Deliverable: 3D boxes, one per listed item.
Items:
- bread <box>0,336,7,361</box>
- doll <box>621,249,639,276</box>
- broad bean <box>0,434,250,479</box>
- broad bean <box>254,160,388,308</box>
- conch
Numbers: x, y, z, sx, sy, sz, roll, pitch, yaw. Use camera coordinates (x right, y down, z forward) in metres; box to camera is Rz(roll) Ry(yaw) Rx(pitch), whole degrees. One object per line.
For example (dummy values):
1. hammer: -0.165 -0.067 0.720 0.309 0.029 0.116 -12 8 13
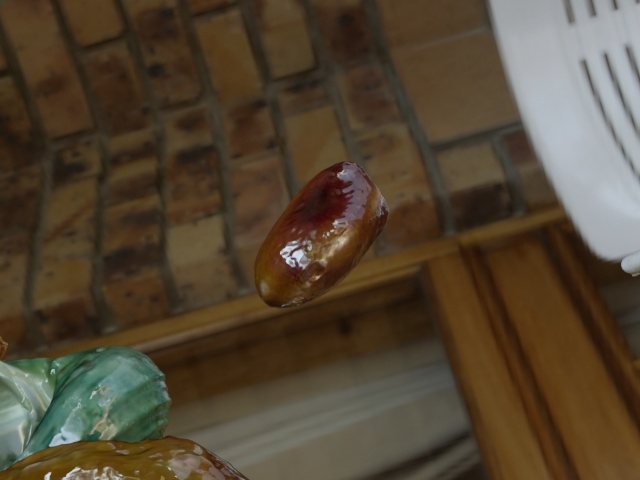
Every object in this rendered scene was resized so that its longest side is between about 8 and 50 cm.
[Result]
1. bread: -0.429 0.201 1.364 0.114 0.274 0.185 30 178 -4
2. doll: 0.333 -0.003 1.146 0.113 0.135 0.071 35 -164 27
3. broad bean: -0.125 0.206 0.876 0.122 0.229 0.156 -34 -60 -72
4. broad bean: 0.000 0.000 1.247 0.084 0.114 0.165 44 -138 -9
5. conch: -0.199 0.160 1.029 0.202 0.196 0.134 21 144 38
